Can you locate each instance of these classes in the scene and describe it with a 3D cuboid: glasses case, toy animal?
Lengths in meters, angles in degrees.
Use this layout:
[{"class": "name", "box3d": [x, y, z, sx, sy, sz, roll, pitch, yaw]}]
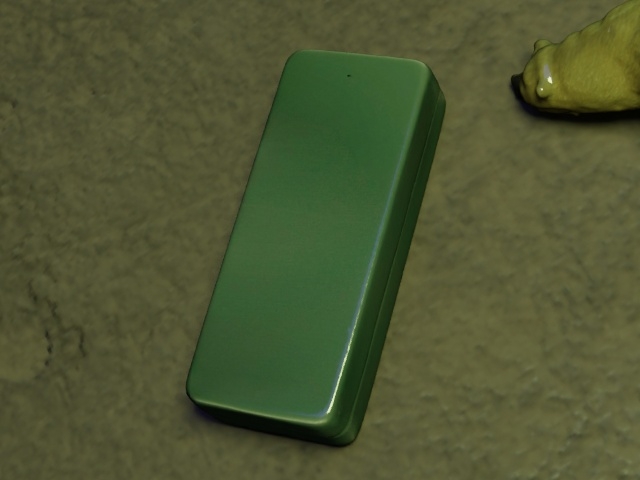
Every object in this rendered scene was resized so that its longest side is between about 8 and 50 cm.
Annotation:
[{"class": "glasses case", "box3d": [0.000, 0.000, 0.718, 0.077, 0.039, 0.184, 9, 70, 23]}, {"class": "toy animal", "box3d": [0.190, -0.087, 0.669, 0.218, 0.103, 0.101, 15, 97, 21]}]
